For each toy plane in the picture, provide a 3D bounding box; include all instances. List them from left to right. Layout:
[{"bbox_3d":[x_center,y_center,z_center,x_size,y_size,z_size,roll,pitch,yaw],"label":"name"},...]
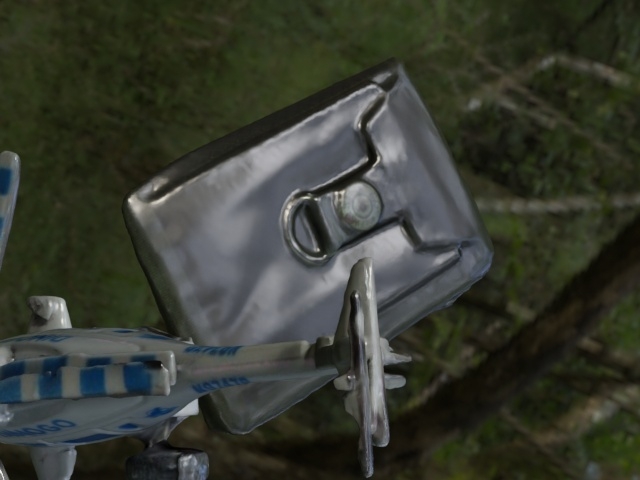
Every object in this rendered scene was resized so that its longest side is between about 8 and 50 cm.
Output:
[{"bbox_3d":[-0.065,0.044,0.613,0.273,0.182,0.107,-31,157,36],"label":"toy plane"}]

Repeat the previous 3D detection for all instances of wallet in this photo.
[{"bbox_3d":[0.000,0.000,0.959,0.245,0.052,0.169,-30,103,-37],"label":"wallet"}]
